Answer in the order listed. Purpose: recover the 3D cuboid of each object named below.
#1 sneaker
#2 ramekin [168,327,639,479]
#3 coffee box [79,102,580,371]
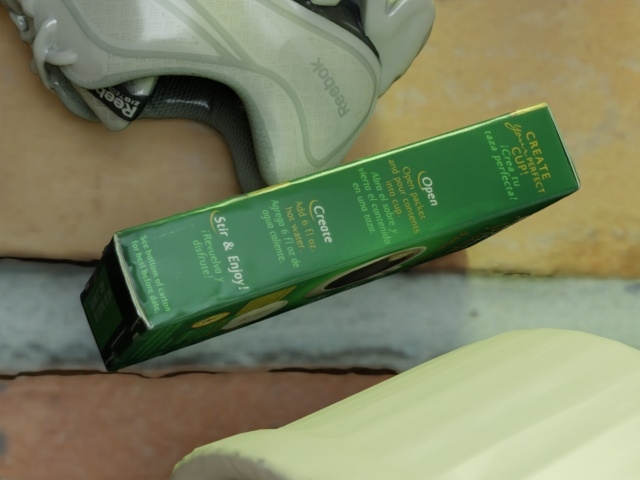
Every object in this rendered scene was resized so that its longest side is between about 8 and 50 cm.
[{"bbox_3d":[-0.097,-0.120,0.527,0.292,0.110,0.118,29,81,-10],"label":"sneaker"},{"bbox_3d":[0.075,0.165,0.439,0.135,0.277,0.277,-25,88,-28],"label":"ramekin"},{"bbox_3d":[0.000,0.000,0.528,0.184,0.113,0.040,-18,82,-19],"label":"coffee box"}]
